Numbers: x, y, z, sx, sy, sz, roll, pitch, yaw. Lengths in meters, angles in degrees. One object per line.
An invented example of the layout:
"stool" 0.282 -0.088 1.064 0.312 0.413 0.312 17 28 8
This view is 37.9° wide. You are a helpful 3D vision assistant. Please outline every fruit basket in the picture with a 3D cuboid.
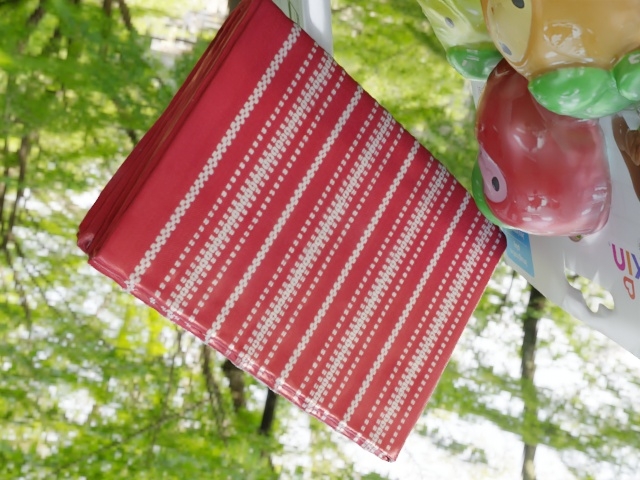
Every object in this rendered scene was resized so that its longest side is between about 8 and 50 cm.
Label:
"fruit basket" 0.118 -0.104 0.521 0.166 0.352 0.327 -11 -163 -8

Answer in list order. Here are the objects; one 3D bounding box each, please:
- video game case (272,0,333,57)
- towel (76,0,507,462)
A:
"video game case" -0.034 -0.219 0.613 0.022 0.190 0.173 -20 -125 -11
"towel" 0.000 0.000 0.605 0.275 0.198 0.031 40 162 -30
